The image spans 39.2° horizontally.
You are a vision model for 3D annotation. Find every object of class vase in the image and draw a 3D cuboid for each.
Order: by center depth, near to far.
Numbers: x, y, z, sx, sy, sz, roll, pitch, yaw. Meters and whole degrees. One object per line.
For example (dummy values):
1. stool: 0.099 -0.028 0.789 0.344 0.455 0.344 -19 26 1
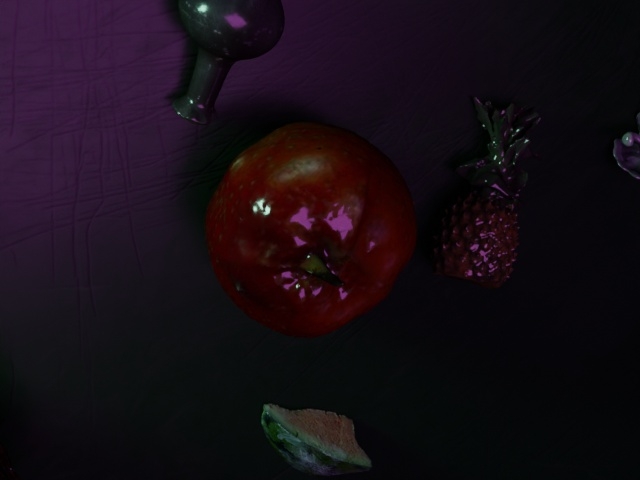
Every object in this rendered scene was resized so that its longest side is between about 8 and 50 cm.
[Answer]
1. vase: -0.113 -0.215 1.009 0.120 0.120 0.183 13 118 -22

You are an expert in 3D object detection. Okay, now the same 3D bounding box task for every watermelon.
1. watermelon: -0.021 0.280 1.253 0.155 0.080 0.101 24 135 -27

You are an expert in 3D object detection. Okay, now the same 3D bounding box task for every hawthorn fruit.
1. hawthorn fruit: 0.000 0.000 1.015 0.254 0.300 0.254 -5 111 -14

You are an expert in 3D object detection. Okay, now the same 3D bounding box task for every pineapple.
1. pineapple: 0.227 -0.063 1.188 0.125 0.125 0.251 13 94 -23

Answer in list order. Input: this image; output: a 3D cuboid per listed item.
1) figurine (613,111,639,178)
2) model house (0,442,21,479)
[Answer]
1. figurine: 0.459 -0.128 1.247 0.086 0.094 0.082 -39 161 -34
2. model house: -0.508 0.259 1.004 0.297 0.317 0.283 20 76 -56
